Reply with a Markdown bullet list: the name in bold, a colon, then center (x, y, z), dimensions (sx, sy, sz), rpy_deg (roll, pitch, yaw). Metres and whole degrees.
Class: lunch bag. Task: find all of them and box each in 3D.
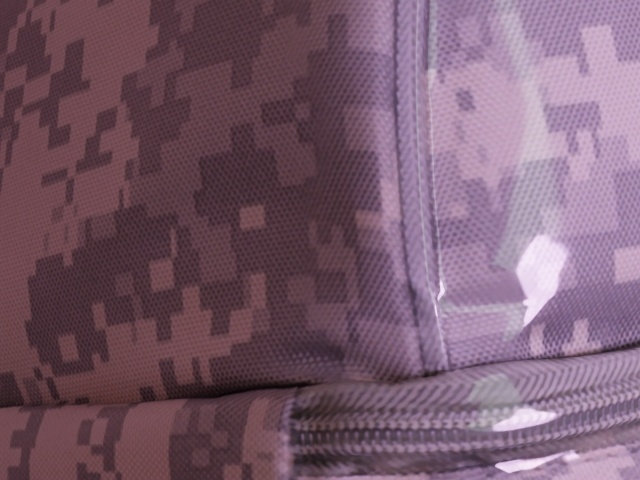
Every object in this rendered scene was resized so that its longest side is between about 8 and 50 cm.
- **lunch bag**: center (0.000, 0.000, 0.473), dimensions (0.213, 0.305, 0.256), rpy_deg (-9, 91, -39)
